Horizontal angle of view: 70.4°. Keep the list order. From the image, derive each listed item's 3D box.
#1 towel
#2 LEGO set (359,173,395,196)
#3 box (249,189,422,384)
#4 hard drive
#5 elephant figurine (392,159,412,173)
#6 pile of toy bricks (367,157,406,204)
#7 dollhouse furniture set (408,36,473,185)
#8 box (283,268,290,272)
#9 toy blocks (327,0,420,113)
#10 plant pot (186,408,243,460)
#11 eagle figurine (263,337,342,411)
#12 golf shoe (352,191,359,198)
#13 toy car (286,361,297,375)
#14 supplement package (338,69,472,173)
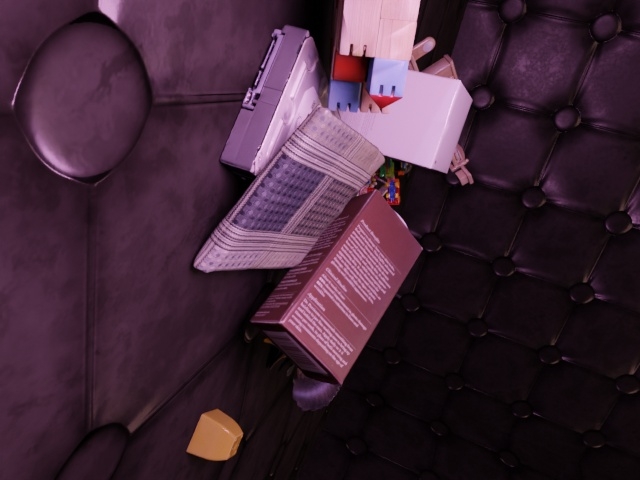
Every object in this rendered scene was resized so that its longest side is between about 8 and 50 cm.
[{"bbox_3d":[-0.037,-0.070,0.791,0.312,0.056,0.324,-50,161,12],"label":"towel"},{"bbox_3d":[0.140,-0.107,1.423,0.287,0.107,0.132,-58,147,7],"label":"LEGO set"},{"bbox_3d":[0.046,0.089,0.979,0.143,0.191,0.381,-12,-146,55],"label":"box"},{"bbox_3d":[-0.046,-0.182,0.822,0.339,0.064,0.236,44,67,-73],"label":"hard drive"},{"bbox_3d":[0.199,-0.325,1.400,0.186,0.240,0.169,134,-30,-56],"label":"elephant figurine"},{"bbox_3d":[0.192,-0.204,1.294,0.105,0.118,0.212,4,87,-66],"label":"pile of toy bricks"},{"bbox_3d":[0.393,-0.401,1.371,0.174,0.355,0.303,-31,140,11],"label":"dollhouse furniture set"},{"bbox_3d":[-0.052,0.013,1.056,0.054,0.059,0.169,-56,160,-38],"label":"box"},{"bbox_3d":[0.071,-0.324,0.718,0.381,0.191,0.260,-92,-173,-60],"label":"toy blocks"},{"bbox_3d":[-0.213,0.413,0.950,0.081,0.083,0.081,48,63,-73],"label":"plant pot"},{"bbox_3d":[-0.041,0.259,1.195,0.226,0.225,0.298,-67,158,-55],"label":"eagle figurine"},{"bbox_3d":[0.097,-0.189,1.304,0.094,0.077,0.198,-2,110,-74],"label":"golf shoe"},{"bbox_3d":[-0.038,0.384,1.469,0.155,0.149,0.188,-61,155,6],"label":"toy car"},{"bbox_3d":[0.202,-0.299,1.119,0.198,0.263,0.199,-9,118,-64],"label":"supplement package"}]
